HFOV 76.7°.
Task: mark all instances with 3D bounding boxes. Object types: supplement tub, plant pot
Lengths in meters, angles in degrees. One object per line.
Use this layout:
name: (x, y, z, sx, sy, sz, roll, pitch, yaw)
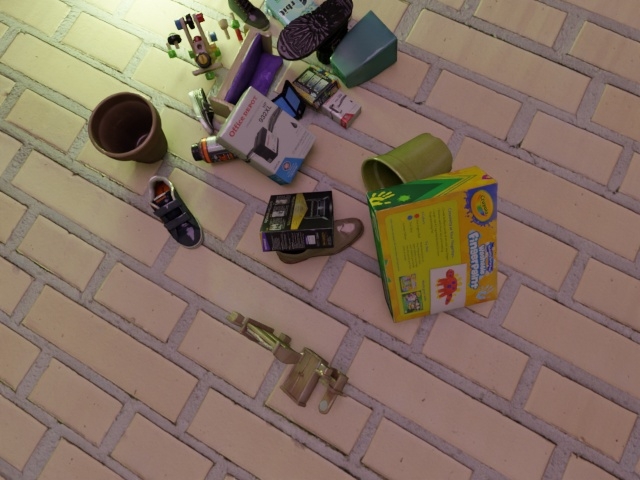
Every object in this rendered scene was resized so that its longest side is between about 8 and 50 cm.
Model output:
supplement tub: (-0.412, -0.368, 1.621, 0.197, 0.106, 0.106, -9, 79, 3)
plant pot: (0.333, -0.253, 1.481, 0.254, 0.276, 0.276, -39, 79, -15)
plant pot: (0.165, -0.743, 1.624, 0.234, 0.166, 0.165, -39, 79, 5)
plant pot: (-0.721, -0.407, 1.587, 0.263, 0.229, 0.263, -1, 79, 4)

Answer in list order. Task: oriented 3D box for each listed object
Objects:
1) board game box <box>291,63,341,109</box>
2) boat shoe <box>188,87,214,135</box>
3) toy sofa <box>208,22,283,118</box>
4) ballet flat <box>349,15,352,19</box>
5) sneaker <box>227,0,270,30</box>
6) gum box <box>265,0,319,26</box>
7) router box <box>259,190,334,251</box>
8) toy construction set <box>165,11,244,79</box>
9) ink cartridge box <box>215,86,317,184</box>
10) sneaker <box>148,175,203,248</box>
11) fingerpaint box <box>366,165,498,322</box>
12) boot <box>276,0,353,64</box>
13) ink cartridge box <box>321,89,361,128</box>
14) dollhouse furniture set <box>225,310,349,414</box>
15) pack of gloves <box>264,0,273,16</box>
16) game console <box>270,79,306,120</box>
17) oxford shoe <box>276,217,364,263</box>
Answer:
board game box: (-0.025, -0.624, 1.638, 0.141, 0.048, 0.170, -44, 58, -1)
boat shoe: (-0.478, -0.538, 1.670, 0.070, 0.078, 0.219, -25, 77, 1)
toy sofa: (-0.289, -0.655, 1.629, 0.177, 0.150, 0.363, 23, 82, 0)
ballet flat: (0.052, -0.941, 1.718, 0.173, 0.049, 0.057, -15, 80, 1)
sneaker: (-0.319, -0.990, 1.720, 0.222, 0.118, 0.083, 35, 84, 10)
gum box: (-0.117, -0.996, 1.728, 0.157, 0.041, 0.184, -41, 89, -1)
router box: (-0.074, -0.076, 1.452, 0.242, 0.309, 0.081, -3, 120, 4)
toy construction set: (-0.443, -0.781, 1.673, 0.308, 0.257, 0.237, -24, 97, -23)
ink cartridge box: (-0.204, -0.386, 1.527, 0.307, 0.129, 0.223, 32, 84, -22)
sneaker: (-0.578, -0.111, 1.577, 0.126, 0.127, 0.321, -34, 80, -4)
fingerpaint box: (0.376, 0.020, 1.342, 0.371, 0.163, 0.445, -14, 120, 2)
boot: (-0.017, -0.775, 1.588, 0.348, 0.260, 0.131, -36, 90, -5)
ink cartridge box: (0.084, -0.534, 1.637, 0.135, 0.056, 0.099, 38, 84, 10)
dollhouse furniture set: (-0.138, 0.416, 1.322, 0.303, 0.355, 0.174, 22, 78, 47)
pack of gloves: (-0.158, -1.093, 1.765, 0.195, 0.046, 0.232, -8, 79, 2)
game console: (-0.141, -0.554, 1.647, 0.085, 0.124, 0.144, -30, 78, -29)
oxford shoe: (0.000, 0.000, 1.507, 0.348, 0.130, 0.123, -23, 79, 0)
